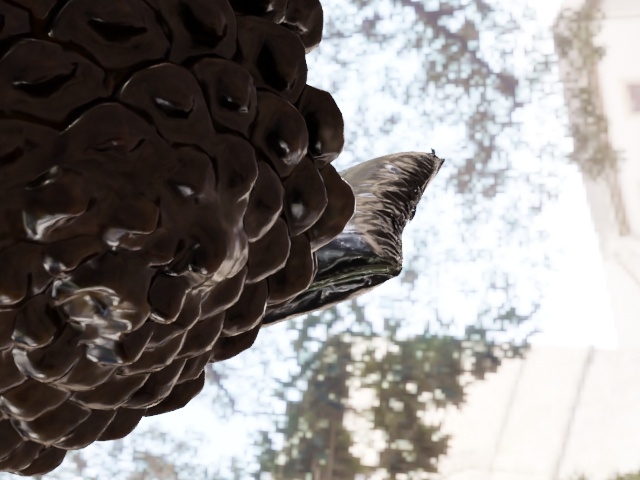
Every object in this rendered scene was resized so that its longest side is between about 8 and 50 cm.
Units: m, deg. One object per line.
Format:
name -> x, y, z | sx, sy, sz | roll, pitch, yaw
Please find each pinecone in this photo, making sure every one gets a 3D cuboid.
pinecone -> -0.136, -0.051, 0.481 | 0.246, 0.292, 0.246 | -16, -56, -26

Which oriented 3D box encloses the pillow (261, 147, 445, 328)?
pillow -> 0.000, 0.000, 0.812 | 0.055, 0.141, 0.208 | 67, -161, -13
